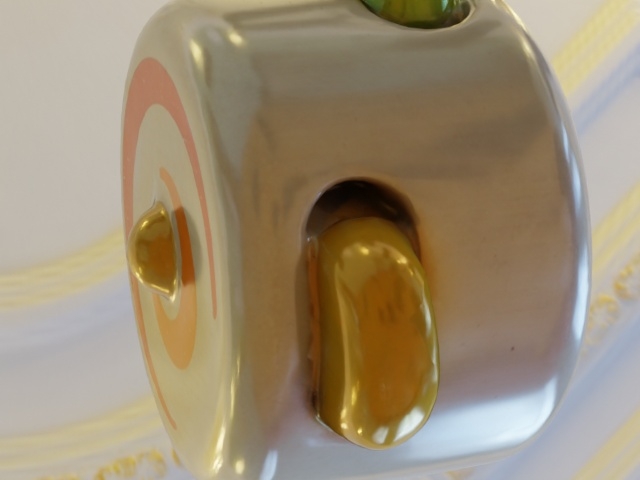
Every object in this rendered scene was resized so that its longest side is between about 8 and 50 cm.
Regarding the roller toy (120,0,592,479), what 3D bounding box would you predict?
[{"bbox_3d":[0.000,0.000,0.609,0.146,0.191,0.209,-7,-118,-18],"label":"roller toy"}]
